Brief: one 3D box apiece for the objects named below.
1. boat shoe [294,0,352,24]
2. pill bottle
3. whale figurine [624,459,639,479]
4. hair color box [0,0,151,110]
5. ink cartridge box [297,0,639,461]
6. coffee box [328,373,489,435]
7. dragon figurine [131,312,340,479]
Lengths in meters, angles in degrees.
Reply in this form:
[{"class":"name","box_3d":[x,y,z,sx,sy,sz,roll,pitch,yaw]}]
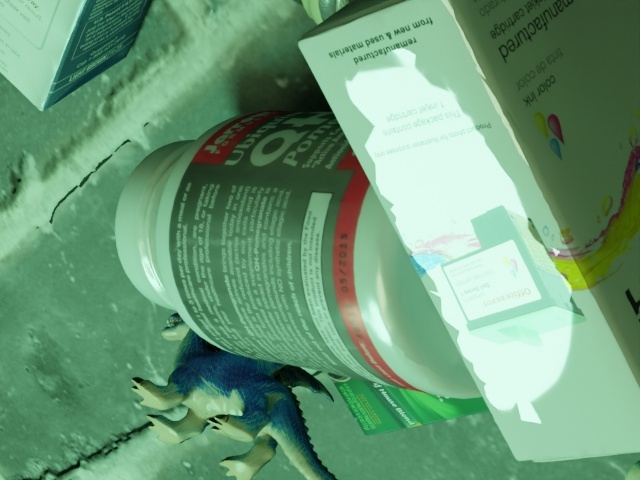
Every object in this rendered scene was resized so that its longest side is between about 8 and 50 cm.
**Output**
[{"class":"boat shoe","box_3d":[-0.001,-0.281,0.852,0.130,0.132,0.355,29,135,23]},{"class":"pill bottle","box_3d":[0.000,0.000,1.024,0.318,0.176,0.176,6,124,49]},{"class":"whale figurine","box_3d":[0.283,0.211,0.959,0.216,0.141,0.272,51,-178,-1]},{"class":"hair color box","box_3d":[-0.176,-0.268,1.041,0.174,0.105,0.347,43,141,7]},{"class":"ink cartridge box","box_3d":[0.142,-0.045,0.848,0.117,0.201,0.278,-12,112,47]},{"class":"coffee box","box_3d":[0.074,0.081,1.136,0.184,0.040,0.113,-19,106,48]},{"class":"dragon figurine","box_3d":[-0.046,0.109,1.188,0.289,0.144,0.085,19,142,37]}]
